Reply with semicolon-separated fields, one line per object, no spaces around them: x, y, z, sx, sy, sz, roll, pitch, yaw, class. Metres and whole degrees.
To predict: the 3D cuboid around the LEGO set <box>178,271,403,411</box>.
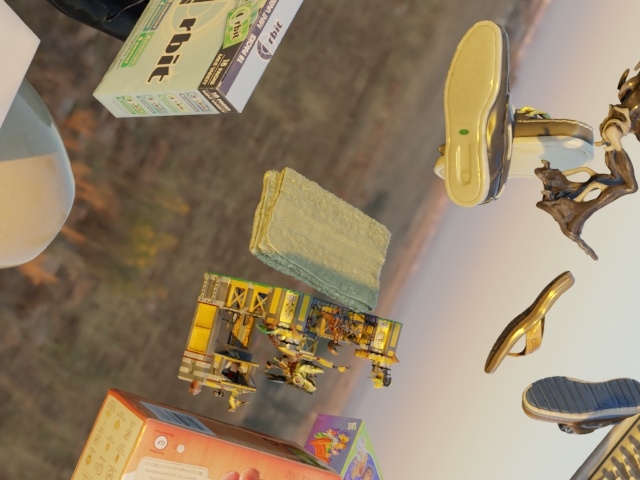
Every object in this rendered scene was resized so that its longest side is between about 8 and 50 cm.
-0.047;0.177;2.376;0.331;0.255;0.192;20;83;-56;LEGO set

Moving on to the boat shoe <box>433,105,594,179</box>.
0.269;-0.137;2.206;0.305;0.109;0.091;-8;-122;58;boat shoe

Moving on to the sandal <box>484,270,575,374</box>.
0.280;0.116;2.114;0.180;0.049;0.072;-49;-179;16;sandal

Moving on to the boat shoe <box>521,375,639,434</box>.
0.334;0.219;2.063;0.066;0.183;0.066;115;-31;-42;boat shoe

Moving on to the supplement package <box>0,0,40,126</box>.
-0.414;-0.156;1.520;0.149;0.203;0.194;50;52;-49;supplement package

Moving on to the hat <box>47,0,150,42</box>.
-0.226;-0.378;2.204;0.331;0.331;0.134;107;2;-68;hat

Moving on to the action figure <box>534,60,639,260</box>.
0.355;-0.110;1.707;0.276;0.141;0.164;-47;-165;9;action figure

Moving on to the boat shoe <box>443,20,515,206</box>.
0.207;-0.160;2.026;0.079;0.084;0.233;-6;104;-46;boat shoe

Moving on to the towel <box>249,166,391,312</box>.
0.000;0.000;1.568;0.027;0.148;0.110;-36;-148;50;towel

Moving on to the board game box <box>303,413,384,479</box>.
0.031;0.467;2.465;0.347;0.078;0.233;72;33;-43;board game box

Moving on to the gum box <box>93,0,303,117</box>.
-0.115;-0.192;1.544;0.184;0.041;0.157;1;-124;45;gum box

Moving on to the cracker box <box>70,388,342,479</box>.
-0.103;0.229;1.037;0.067;0.155;0.232;28;-84;57;cracker box

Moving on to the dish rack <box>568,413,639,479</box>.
0.507;0.279;2.109;0.285;0.072;0.333;-43;-161;-34;dish rack

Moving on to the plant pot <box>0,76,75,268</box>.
-0.412;-0.072;1.948;0.284;0.191;0.284;-33;-144;29;plant pot
